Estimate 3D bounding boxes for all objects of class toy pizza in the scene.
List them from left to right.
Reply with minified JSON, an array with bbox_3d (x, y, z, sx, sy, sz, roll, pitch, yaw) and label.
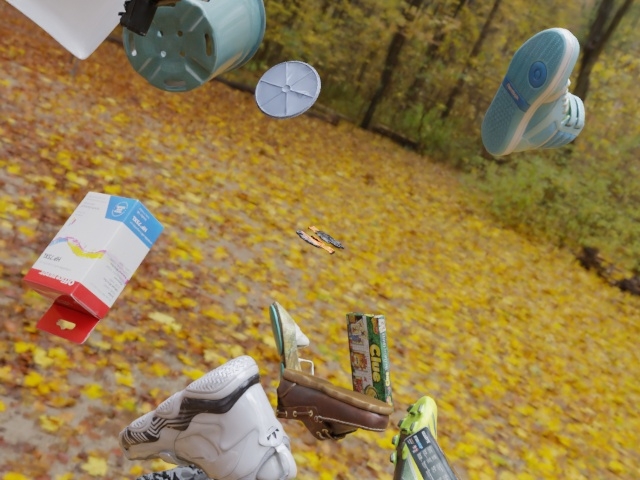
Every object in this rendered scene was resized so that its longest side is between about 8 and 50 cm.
[{"bbox_3d":[-0.095,-0.438,2.211,0.201,0.201,0.032,31,-12,26],"label":"toy pizza"}]

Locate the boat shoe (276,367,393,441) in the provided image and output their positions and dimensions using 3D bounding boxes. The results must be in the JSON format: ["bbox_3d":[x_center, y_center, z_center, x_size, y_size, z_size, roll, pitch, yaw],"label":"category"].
[{"bbox_3d":[0.012,0.213,0.936,0.073,0.073,0.207,21,-10,-30],"label":"boat shoe"}]

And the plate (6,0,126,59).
[{"bbox_3d":[-0.478,-0.536,1.477,0.045,0.278,0.277,46,5,37],"label":"plate"}]

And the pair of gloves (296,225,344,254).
[{"bbox_3d":[0.000,0.000,1.276,0.074,0.010,0.083,32,18,15],"label":"pair of gloves"}]

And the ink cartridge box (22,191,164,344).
[{"bbox_3d":[-0.372,0.039,1.198,0.134,0.231,0.078,10,-31,37],"label":"ink cartridge box"}]

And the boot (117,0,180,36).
[{"bbox_3d":[-0.278,-0.382,1.234,0.121,0.099,0.045,33,9,38],"label":"boot"}]

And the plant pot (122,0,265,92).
[{"bbox_3d":[-0.348,-0.564,2.016,0.341,0.341,0.334,24,31,-4],"label":"plant pot"}]

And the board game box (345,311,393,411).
[{"bbox_3d":[0.131,0.326,2.023,0.030,0.259,0.136,-9,5,-40],"label":"board game box"}]

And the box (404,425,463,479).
[{"bbox_3d":[0.228,0.436,1.245,0.175,0.051,0.220,56,1,-21],"label":"box"}]

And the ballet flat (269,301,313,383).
[{"bbox_3d":[-0.083,0.357,2.321,0.123,0.348,0.123,-8,-11,-2],"label":"ballet flat"}]

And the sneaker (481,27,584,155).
[{"bbox_3d":[0.485,-0.306,1.557,0.208,0.319,0.127,-4,59,-21],"label":"sneaker"}]

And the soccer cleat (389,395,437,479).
[{"bbox_3d":[0.208,0.470,1.559,0.121,0.289,0.093,21,-25,-11],"label":"soccer cleat"}]

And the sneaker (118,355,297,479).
[{"bbox_3d":[-0.187,0.345,1.228,0.137,0.366,0.210,-24,80,-51],"label":"sneaker"}]

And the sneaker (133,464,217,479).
[{"bbox_3d":[-0.286,0.508,1.520,0.283,0.124,0.107,-23,66,-30],"label":"sneaker"}]
